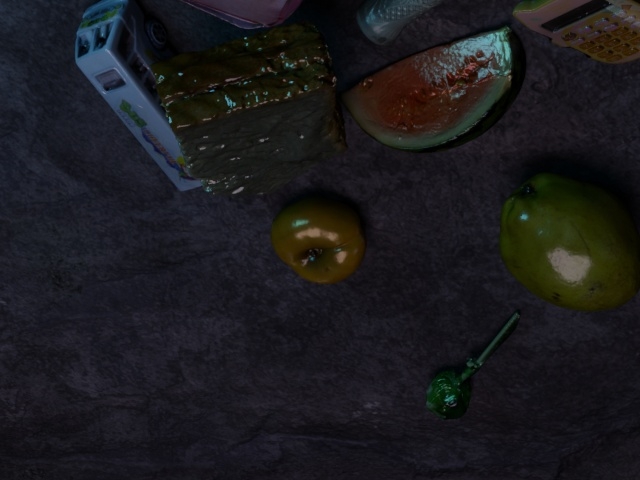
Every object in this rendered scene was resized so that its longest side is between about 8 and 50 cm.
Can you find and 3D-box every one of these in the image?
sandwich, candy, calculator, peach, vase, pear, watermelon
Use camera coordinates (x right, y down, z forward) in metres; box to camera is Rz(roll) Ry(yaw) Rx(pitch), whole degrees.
[{"bbox_3d":[-0.096,-0.184,1.788,0.262,0.131,0.325,-15,159,1],"label":"sandwich"},{"bbox_3d":[0.307,0.239,2.283,0.097,0.097,0.323,25,129,-10],"label":"candy"},{"bbox_3d":[0.392,-0.305,1.624,0.236,0.033,0.157,20,156,-33],"label":"calculator"},{"bbox_3d":[0.000,0.000,2.085,0.179,0.103,0.179,7,137,7],"label":"peach"},{"bbox_3d":[0.144,-0.361,1.654,0.096,0.096,0.219,36,138,-21],"label":"vase"},{"bbox_3d":[0.408,0.007,1.882,0.269,0.212,0.212,42,133,-17],"label":"pear"},{"bbox_3d":[0.183,-0.195,1.791,0.303,0.128,0.159,-16,129,31],"label":"watermelon"}]

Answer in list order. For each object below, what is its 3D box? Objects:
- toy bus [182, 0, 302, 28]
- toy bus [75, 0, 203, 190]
[{"bbox_3d":[-0.154,-0.412,1.658,0.302,0.147,0.127,21,144,-3],"label":"toy bus"},{"bbox_3d":[-0.269,-0.234,1.890,0.109,0.136,0.330,-14,130,31],"label":"toy bus"}]
